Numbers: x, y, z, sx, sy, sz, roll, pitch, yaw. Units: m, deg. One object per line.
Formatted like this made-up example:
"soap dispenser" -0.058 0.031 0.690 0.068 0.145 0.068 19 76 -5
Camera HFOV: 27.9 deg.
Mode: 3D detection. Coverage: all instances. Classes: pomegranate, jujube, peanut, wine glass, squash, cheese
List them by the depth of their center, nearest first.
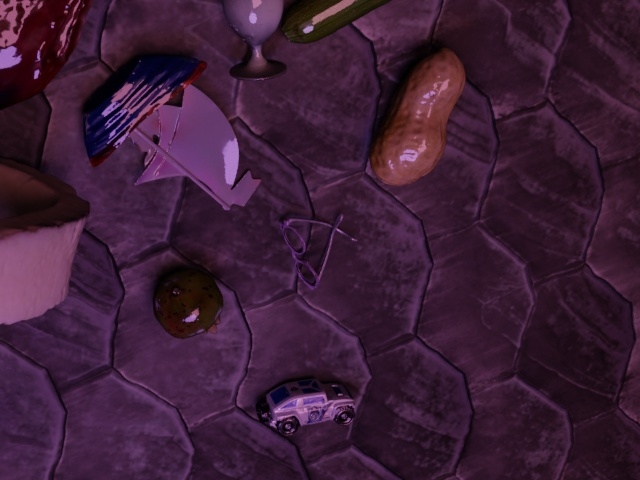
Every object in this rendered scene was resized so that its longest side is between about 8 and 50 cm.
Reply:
"jujube" -0.420 -0.352 1.706 0.258 0.258 0.376 26 91 -27
"cheese" -0.493 -0.010 1.777 0.292 0.332 0.153 23 106 14
"wine glass" -0.099 -0.344 1.896 0.093 0.093 0.202 -12 117 -13
"squash" 0.040 -0.364 1.945 0.219 0.077 0.068 -29 79 -5
"peanut" 0.159 -0.192 2.039 0.110 0.120 0.236 25 109 -5
"pomegranate" -0.206 0.109 2.074 0.114 0.114 0.142 -38 146 1

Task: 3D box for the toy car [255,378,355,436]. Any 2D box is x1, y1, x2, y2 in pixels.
"toy car" -0.027 0.282 2.223 0.171 0.080 0.070 -7 114 -14

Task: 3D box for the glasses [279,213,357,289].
"glasses" 0.000 0.000 2.130 0.104 0.062 0.140 -37 123 -25

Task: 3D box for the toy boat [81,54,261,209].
"toy boat" -0.203 -0.168 1.962 0.318 0.072 0.219 17 111 -28
